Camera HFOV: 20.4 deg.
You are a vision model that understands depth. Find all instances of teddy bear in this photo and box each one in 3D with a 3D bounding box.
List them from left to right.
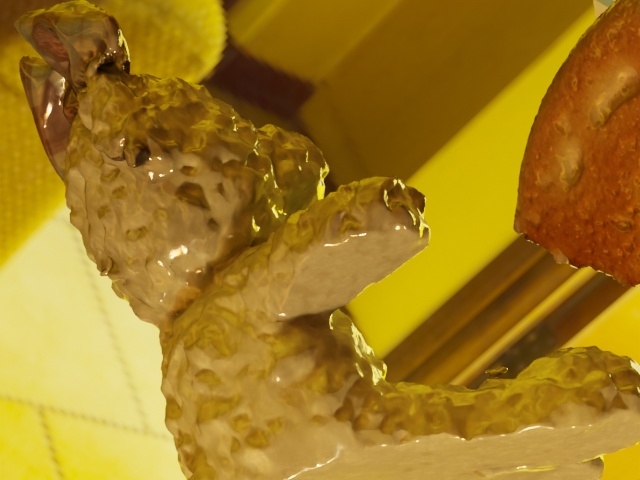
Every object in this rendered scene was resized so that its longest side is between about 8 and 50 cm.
[{"bbox_3d":[0.000,0.000,1.216,0.375,0.327,0.362,-7,71,-10],"label":"teddy bear"}]

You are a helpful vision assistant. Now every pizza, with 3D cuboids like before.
[{"bbox_3d":[0.228,-0.040,1.009,0.081,0.289,0.229,-13,63,-35],"label":"pizza"}]

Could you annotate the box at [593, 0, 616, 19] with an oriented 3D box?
[{"bbox_3d":[0.337,-0.283,1.589,0.048,0.265,0.273,35,-5,19],"label":"box"}]
